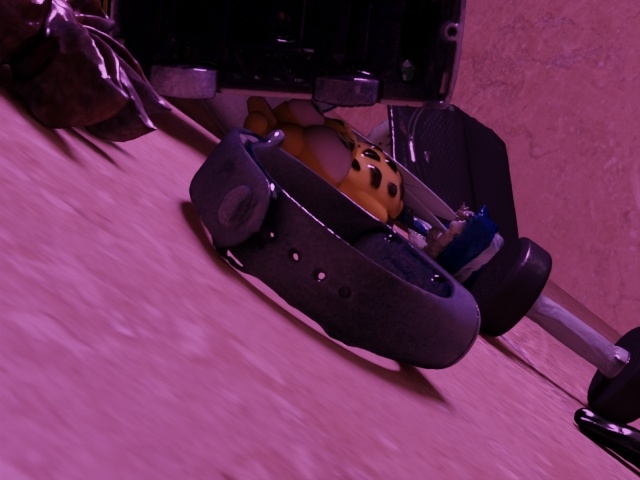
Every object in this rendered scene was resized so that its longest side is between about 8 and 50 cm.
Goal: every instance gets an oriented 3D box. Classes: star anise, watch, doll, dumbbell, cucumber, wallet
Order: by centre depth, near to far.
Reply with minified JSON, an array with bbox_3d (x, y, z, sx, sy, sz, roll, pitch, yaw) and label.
[{"bbox_3d":[-0.182,-0.143,0.908,0.230,0.081,0.262,30,20,-40],"label":"star anise"},{"bbox_3d":[0.000,0.000,0.921,0.193,0.068,0.206,33,9,-33],"label":"watch"},{"bbox_3d":[0.270,0.177,1.208,0.135,0.034,0.033,36,11,4],"label":"cucumber"},{"bbox_3d":[0.010,-0.071,1.395,0.117,0.086,0.291,57,14,21],"label":"doll"},{"bbox_3d":[0.239,0.086,1.400,0.191,0.100,0.100,35,6,-10],"label":"dumbbell"},{"bbox_3d":[0.186,-0.084,2.014,0.323,0.041,0.247,29,52,-49],"label":"wallet"}]

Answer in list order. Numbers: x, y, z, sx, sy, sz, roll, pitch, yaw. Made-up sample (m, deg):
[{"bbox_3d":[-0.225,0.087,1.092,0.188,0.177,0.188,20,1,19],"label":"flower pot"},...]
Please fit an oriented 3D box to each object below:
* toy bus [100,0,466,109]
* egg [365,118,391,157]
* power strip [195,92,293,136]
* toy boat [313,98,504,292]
[{"bbox_3d":[-0.044,-0.195,1.267,0.306,0.143,0.179,1,11,-19],"label":"toy bus"},{"bbox_3d":[0.115,-0.109,2.076,0.131,0.131,0.164,37,27,7],"label":"egg"},{"bbox_3d":[-0.071,-0.253,1.457,0.251,0.257,0.092,56,-21,-10],"label":"power strip"},{"bbox_3d":[0.094,-0.049,1.600,0.292,0.070,0.210,41,-15,20],"label":"toy boat"}]
